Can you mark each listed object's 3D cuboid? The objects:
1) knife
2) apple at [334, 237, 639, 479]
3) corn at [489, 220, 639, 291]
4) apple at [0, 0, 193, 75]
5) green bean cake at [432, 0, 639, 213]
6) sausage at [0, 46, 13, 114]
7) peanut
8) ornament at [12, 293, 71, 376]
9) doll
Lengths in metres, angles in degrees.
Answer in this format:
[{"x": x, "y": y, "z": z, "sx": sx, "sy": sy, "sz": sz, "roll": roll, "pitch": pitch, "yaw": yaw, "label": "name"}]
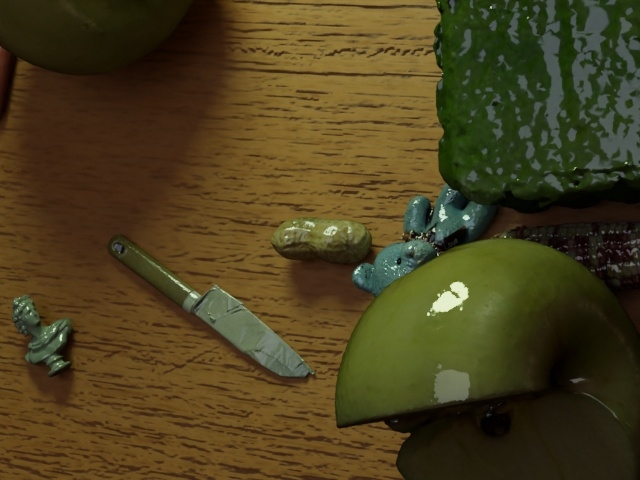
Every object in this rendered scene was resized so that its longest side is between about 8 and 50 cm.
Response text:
[{"x": -0.122, "y": 0.070, "z": 1.956, "sx": 0.298, "sy": 0.017, "sz": 0.047, "roll": 35, "pitch": 90, "yaw": 26, "label": "knife"}, {"x": 0.165, "y": 0.126, "z": 1.678, "sx": 0.258, "sy": 0.295, "sz": 0.233, "roll": -21, "pitch": 41, "yaw": 52, "label": "apple"}, {"x": 0.278, "y": 0.014, "z": 1.755, "sx": 0.237, "sy": 0.079, "sz": 0.079, "roll": -8, "pitch": 78, "yaw": 22, "label": "corn"}, {"x": -0.272, "y": -0.330, "z": 1.949, "sx": 0.254, "sy": 0.292, "sz": 0.292, "roll": 30, "pitch": 94, "yaw": 46, "label": "apple"}, {"x": 0.276, "y": -0.187, "z": 1.725, "sx": 0.335, "sy": 0.218, "sz": 0.319, "roll": -1, "pitch": 87, "yaw": 29, "label": "green bean cake"}, {"x": -0.373, "y": -0.245, "z": 2.118, "sx": 0.029, "sy": 0.029, "sz": 0.223, "roll": 8, "pitch": 84, "yaw": 25, "label": "sausage"}, {"x": 0.000, "y": 0.000, "z": 1.893, "sx": 0.113, "sy": 0.054, "sz": 0.054, "roll": 2, "pitch": 82, "yaw": 21, "label": "peanut"}, {"x": -0.315, "y": 0.110, "z": 2.025, "sx": 0.092, "sy": 0.041, "sz": 0.068, "roll": 31, "pitch": 100, "yaw": 16, "label": "ornament"}, {"x": 0.117, "y": 0.005, "z": 1.826, "sx": 0.120, "sy": 0.075, "sz": 0.179, "roll": 34, "pitch": 96, "yaw": 22, "label": "doll"}]
